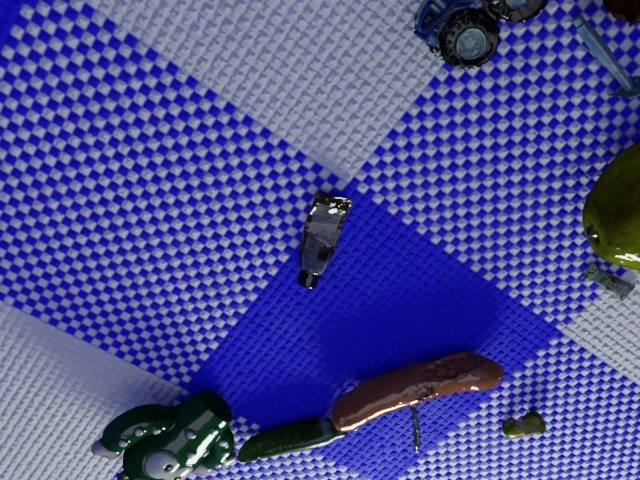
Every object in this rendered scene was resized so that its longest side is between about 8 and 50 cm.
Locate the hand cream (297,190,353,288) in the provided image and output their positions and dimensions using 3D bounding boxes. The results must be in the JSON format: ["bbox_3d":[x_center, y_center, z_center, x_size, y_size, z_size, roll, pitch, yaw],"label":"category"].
[{"bbox_3d":[0.000,0.000,0.865,0.062,0.039,0.163,15,109,-9],"label":"hand cream"}]

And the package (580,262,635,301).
[{"bbox_3d":[0.503,0.073,0.942,0.110,0.015,0.037,26,107,-17],"label":"package"}]

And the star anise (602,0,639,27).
[{"bbox_3d":[0.402,-0.354,0.665,0.144,0.158,0.140,-41,78,44],"label":"star anise"}]

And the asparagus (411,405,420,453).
[{"bbox_3d":[0.190,0.368,1.074,0.016,0.013,0.166,-13,118,-9],"label":"asparagus"}]

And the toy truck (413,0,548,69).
[{"bbox_3d":[0.208,-0.323,0.669,0.126,0.113,0.208,41,107,-19],"label":"toy truck"}]

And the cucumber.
[{"bbox_3d":[-0.046,0.381,1.045,0.250,0.056,0.056,-15,117,4],"label":"cucumber"}]

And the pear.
[{"bbox_3d":[0.517,-0.056,0.773,0.269,0.212,0.212,-18,117,11],"label":"pear"}]

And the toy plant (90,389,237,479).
[{"bbox_3d":[-0.274,0.379,0.992,0.243,0.112,0.232,-19,123,-11],"label":"toy plant"}]

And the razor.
[{"bbox_3d":[0.398,-0.260,0.752,0.040,0.068,0.135,-41,101,13],"label":"razor"}]

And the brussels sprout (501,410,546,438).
[{"bbox_3d":[0.404,0.371,1.069,0.083,0.046,0.051,-26,157,10],"label":"brussels sprout"}]

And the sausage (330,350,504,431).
[{"bbox_3d":[0.172,0.269,0.987,0.327,0.079,0.087,-19,106,4],"label":"sausage"}]
